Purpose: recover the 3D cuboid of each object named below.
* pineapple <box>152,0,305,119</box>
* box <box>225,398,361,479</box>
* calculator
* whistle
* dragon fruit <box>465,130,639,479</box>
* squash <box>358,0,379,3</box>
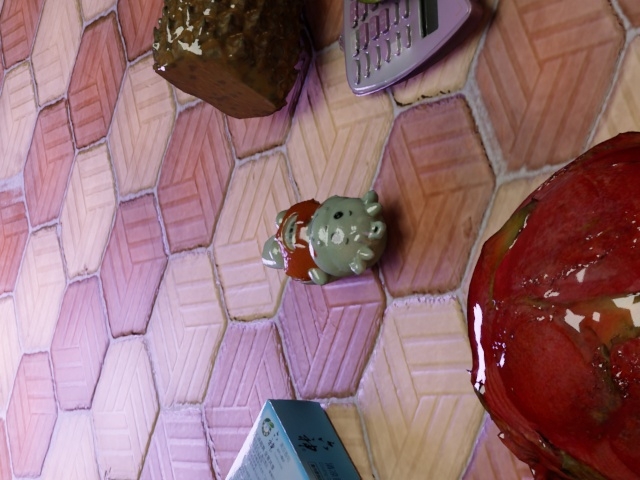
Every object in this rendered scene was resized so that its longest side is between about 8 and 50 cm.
[{"bbox_3d":[-0.099,-0.348,1.932,0.202,0.202,0.362,-12,60,56],"label":"pineapple"},{"bbox_3d":[-0.020,0.319,1.754,0.143,0.083,0.232,-64,35,28],"label":"box"},{"bbox_3d":[0.103,-0.282,1.721,0.294,0.043,0.194,-24,65,57],"label":"calculator"},{"bbox_3d":[0.002,-0.001,1.769,0.102,0.106,0.253,-50,20,-27],"label":"whistle"},{"bbox_3d":[0.272,0.063,1.164,0.301,0.295,0.296,-37,52,25],"label":"dragon fruit"},{"bbox_3d":[0.066,-0.383,1.754,0.260,0.189,0.189,32,113,30],"label":"squash"}]
